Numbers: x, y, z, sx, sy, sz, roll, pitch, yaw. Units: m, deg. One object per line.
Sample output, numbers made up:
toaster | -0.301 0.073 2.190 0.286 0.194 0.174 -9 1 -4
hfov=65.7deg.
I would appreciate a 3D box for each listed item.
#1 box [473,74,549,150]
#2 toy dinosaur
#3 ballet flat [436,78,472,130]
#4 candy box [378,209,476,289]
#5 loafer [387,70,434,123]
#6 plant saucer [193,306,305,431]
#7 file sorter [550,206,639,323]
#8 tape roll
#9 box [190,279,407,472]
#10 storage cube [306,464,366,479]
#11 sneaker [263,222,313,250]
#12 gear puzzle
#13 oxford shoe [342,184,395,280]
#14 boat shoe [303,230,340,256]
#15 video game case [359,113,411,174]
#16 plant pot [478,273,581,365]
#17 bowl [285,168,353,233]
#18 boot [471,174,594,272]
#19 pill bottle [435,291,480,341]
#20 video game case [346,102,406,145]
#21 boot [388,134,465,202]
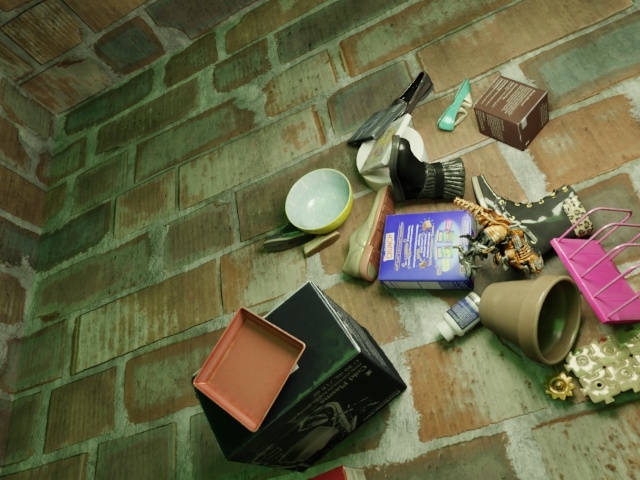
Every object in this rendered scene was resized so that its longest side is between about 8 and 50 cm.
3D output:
box | 0.716 -0.478 1.862 0.167 0.168 0.203 -49 54 -5
toy dinosaur | 0.545 -0.007 1.553 0.218 0.164 0.322 -47 63 46
ballet flat | 0.573 -0.550 2.042 0.087 0.083 0.247 30 80 11
candy box | 0.386 0.038 1.782 0.317 0.122 0.268 -1 65 25
loafer | 0.367 -0.609 2.158 0.302 0.095 0.109 -48 52 -3
plant saucer | -0.192 0.349 1.368 0.259 0.048 0.258 24 76 33
file sorter | 0.862 0.066 1.424 0.182 0.202 0.290 119 144 -45
tape roll | 0.297 -0.335 2.044 0.286 0.100 0.286 -13 59 22
box | -0.048 0.449 1.564 0.480 0.472 0.297 -40 54 3
storage cube | 0.046 0.811 1.498 0.193 0.183 0.215 -27 55 11
sneaker | -0.138 -0.033 2.125 0.222 0.083 0.118 -13 53 10
gear puzzle | 0.812 0.379 1.426 0.339 0.044 0.175 -28 48 10
oxford shoe | 0.184 -0.042 1.922 0.146 0.140 0.397 7 66 35
boat shoe | 0.000 0.000 2.037 0.170 0.063 0.059 -30 60 11
video game case | 0.249 -0.370 1.933 0.227 0.026 0.206 -62 16 -13
plant pot | 0.617 0.217 1.504 0.229 0.263 0.263 12 69 52
bowl | 0.017 -0.135 2.041 0.289 0.156 0.289 -12 58 20
boot | 0.705 -0.109 1.686 0.284 0.138 0.377 -26 59 14
pill bottle | 0.466 0.256 1.638 0.169 0.094 0.094 -39 53 3
video game case | 0.231 -0.488 2.097 0.196 0.026 0.274 -48 16 -9
boot | 0.388 -0.261 1.785 0.260 0.348 0.131 -1 63 16
